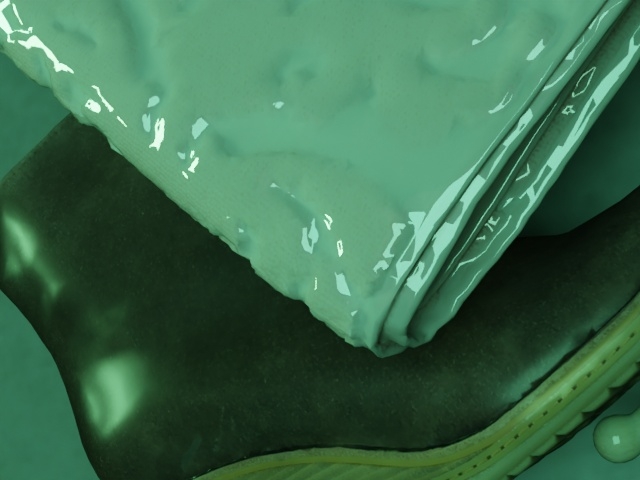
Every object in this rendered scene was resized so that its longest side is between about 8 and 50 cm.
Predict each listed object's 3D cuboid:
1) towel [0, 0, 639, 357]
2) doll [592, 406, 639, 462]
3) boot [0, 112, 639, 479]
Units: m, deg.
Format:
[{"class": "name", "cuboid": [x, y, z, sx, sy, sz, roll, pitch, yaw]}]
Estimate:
[{"class": "towel", "cuboid": [0.000, -0.176, 0.415, 0.332, 0.053, 0.317, 38, 91, 31]}, {"class": "doll", "cuboid": [0.137, 0.095, 0.376, 0.129, 0.046, 0.189, 35, 95, 0]}, {"class": "boot", "cuboid": [0.000, 0.000, 0.417, 0.248, 0.090, 0.207, -41, 75, 16]}]
